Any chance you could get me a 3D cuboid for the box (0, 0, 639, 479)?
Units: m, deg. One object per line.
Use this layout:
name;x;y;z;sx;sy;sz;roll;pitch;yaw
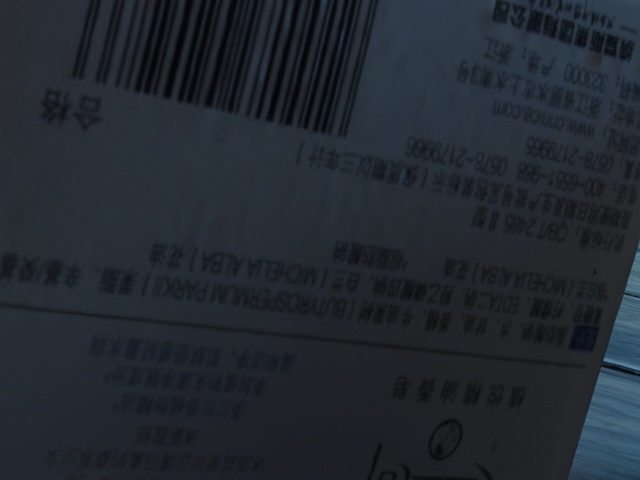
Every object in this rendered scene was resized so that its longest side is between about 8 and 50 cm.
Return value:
box;-0.026;-0.009;0.519;0.274;0.203;0.116;8;9;-43
